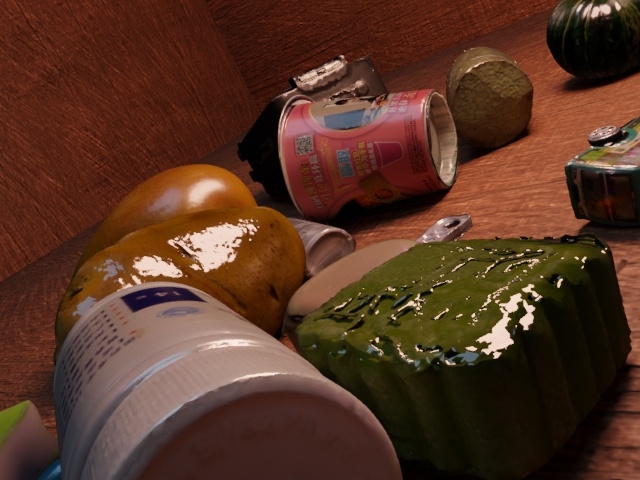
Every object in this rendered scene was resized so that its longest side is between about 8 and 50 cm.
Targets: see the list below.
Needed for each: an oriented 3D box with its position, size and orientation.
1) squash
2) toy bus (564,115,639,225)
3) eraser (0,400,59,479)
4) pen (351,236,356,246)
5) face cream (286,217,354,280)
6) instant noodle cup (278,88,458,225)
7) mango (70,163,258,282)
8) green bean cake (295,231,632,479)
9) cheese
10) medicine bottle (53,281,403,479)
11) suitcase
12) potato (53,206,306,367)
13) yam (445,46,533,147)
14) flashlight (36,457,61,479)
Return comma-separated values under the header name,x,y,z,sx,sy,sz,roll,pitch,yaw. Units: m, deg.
name,x,y,z,sx,sy,sz,roll,pitch,yaw
squash,0.549,-0.407,1.222,0.218,0.173,0.218,-17,19,6
toy bus,0.396,-0.110,0.717,0.261,0.091,0.109,-33,25,-17
eraser,-0.450,0.305,0.701,0.274,0.092,0.210,-23,18,5
pen,0.000,0.000,1.066,0.025,0.025,0.204,-33,17,-21
face cream,-0.044,0.009,1.014,0.107,0.073,0.269,-35,19,-19
instant noodle cup,0.090,-0.153,1.087,0.254,0.244,0.244,-6,25,29
mango,-0.253,0.037,0.996,0.378,0.221,0.264,-34,23,27
green bean cake,0.112,0.076,0.495,0.214,0.113,0.200,-27,17,-36
cheese,0.085,0.039,0.731,0.286,0.082,0.163,-36,20,-32
medicine bottle,-0.095,0.148,0.479,0.189,0.190,0.332,-32,18,-18
suitcase,-0.022,-0.241,1.431,0.283,0.194,0.434,-30,1,-19
potato,-0.153,0.071,0.771,0.195,0.177,0.369,31,41,25
yam,0.312,-0.276,1.200,0.161,0.161,0.268,-21,17,16
flashlight,-0.259,0.241,0.682,0.129,0.051,0.051,-38,21,-30
